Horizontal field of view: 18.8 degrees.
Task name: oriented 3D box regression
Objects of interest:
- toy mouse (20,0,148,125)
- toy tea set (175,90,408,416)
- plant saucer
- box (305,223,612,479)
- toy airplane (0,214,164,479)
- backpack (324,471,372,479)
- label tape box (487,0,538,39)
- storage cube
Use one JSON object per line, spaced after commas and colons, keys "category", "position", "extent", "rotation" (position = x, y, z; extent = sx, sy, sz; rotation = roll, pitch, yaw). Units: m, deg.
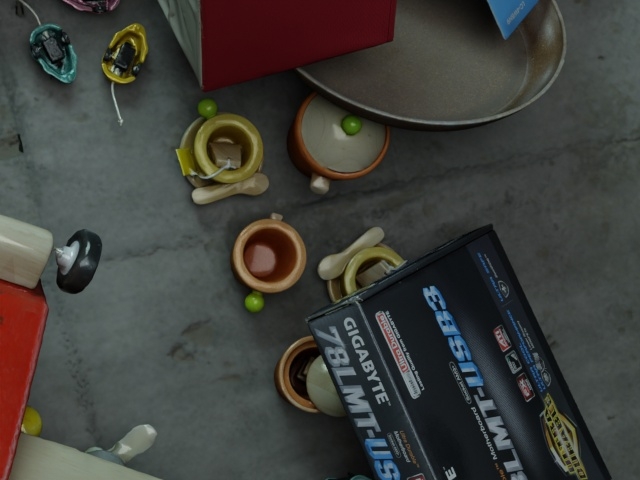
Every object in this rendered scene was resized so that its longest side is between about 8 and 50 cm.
{"category": "toy mouse", "position": [-0.237, -0.207, 1.879], "extent": [0.143, 0.031, 0.161], "rotation": [20, 78, -12]}
{"category": "toy tea set", "position": [0.000, 0.000, 1.867], "extent": [0.200, 0.124, 0.336], "rotation": [-19, 88, -17]}
{"category": "plant saucer", "position": [0.085, -0.209, 1.893], "extent": [0.311, 0.050, 0.310], "rotation": [8, 47, -9]}
{"category": "box", "position": [0.138, 0.157, 1.828], "extent": [0.293, 0.073, 0.295], "rotation": [-24, 90, -58]}
{"category": "toy airplane", "position": [-0.325, 0.172, 1.684], "extent": [0.384, 0.272, 0.386], "rotation": [-26, 75, -48]}
{"category": "backpack", "position": [0.044, 0.335, 1.830], "extent": [0.166, 0.144, 0.188], "rotation": [34, 79, -14]}
{"category": "label tape box", "position": [0.125, -0.399, 1.906], "extent": [0.249, 0.115, 0.347], "rotation": [-50, 121, -37]}
{"category": "storage cube", "position": [-0.050, -0.281, 1.752], "extent": [0.193, 0.215, 0.183], "rotation": [-17, 54, -14]}
